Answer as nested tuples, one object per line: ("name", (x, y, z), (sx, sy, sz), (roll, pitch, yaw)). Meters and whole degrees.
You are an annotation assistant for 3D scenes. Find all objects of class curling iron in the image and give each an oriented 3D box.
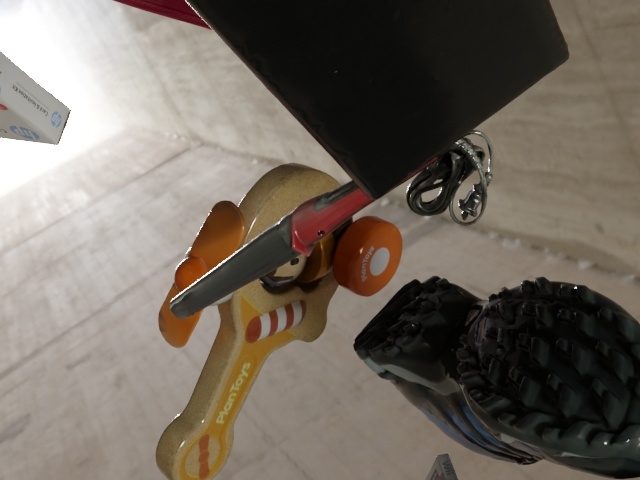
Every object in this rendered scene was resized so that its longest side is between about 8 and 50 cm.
("curling iron", (0.000, 0.000, 0.658), (0.274, 0.068, 0.035), (-26, -162, 21))

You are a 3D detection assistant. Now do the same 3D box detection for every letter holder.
("letter holder", (-0.016, -0.199, 0.509), (0.152, 0.302, 0.214), (-36, -124, 9))

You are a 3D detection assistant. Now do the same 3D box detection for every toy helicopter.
("toy helicopter", (-0.080, 0.088, 0.942), (0.140, 0.235, 0.355), (26, -88, 36))

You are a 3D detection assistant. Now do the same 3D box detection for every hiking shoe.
("hiking shoe", (0.147, 0.101, 0.647), (0.113, 0.132, 0.304), (-48, -159, -11))

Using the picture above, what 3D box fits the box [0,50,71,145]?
("box", (-0.306, -0.136, 0.719), (0.145, 0.186, 0.038), (9, -106, 22))

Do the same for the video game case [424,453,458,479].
("video game case", (0.101, 0.230, 0.685), (0.011, 0.087, 0.122), (-9, -126, -15))

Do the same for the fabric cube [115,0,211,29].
("fabric cube", (-0.068, -0.347, 0.765), (0.258, 0.254, 0.259), (-56, -141, 33))
